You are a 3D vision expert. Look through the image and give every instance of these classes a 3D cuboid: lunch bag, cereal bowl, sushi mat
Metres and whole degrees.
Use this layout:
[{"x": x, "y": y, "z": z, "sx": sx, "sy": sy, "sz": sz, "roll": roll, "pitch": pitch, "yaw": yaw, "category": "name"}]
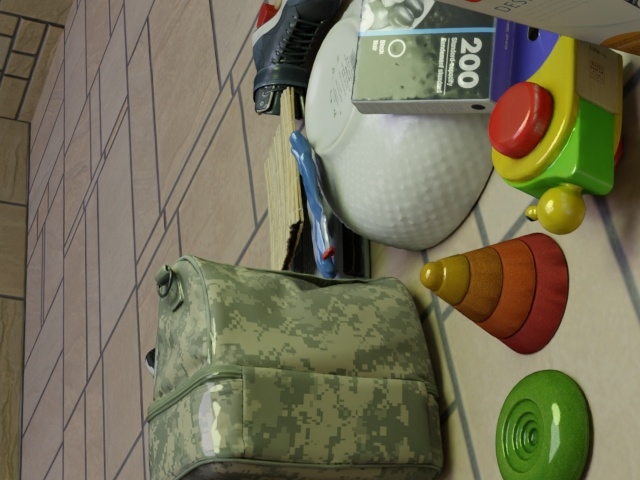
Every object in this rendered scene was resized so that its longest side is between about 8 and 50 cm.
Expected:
[{"x": -0.029, "y": 0.149, "z": 1.331, "sx": 0.212, "sy": 0.305, "sz": 0.256, "roll": -38, "pitch": 50, "yaw": 54, "category": "lunch bag"}, {"x": 0.076, "y": -0.164, "z": 1.415, "sx": 0.339, "sy": 0.141, "sz": 0.339, "roll": -170, "pitch": 90, "yaw": -68, "category": "cereal bowl"}, {"x": -0.052, "y": -0.067, "z": 1.659, "sx": 0.316, "sy": 0.019, "sz": 0.151, "roll": -96, "pitch": 17, "yaw": -51, "category": "sushi mat"}]

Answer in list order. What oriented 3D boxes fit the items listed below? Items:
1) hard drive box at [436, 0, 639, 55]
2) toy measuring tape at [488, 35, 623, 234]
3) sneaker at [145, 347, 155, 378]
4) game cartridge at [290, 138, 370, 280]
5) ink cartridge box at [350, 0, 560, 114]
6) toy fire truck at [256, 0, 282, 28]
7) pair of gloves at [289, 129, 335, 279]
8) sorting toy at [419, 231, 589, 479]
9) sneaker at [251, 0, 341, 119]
[{"x": 0.222, "y": -0.231, "z": 0.977, "sx": 0.181, "sy": 0.232, "sz": 0.089, "roll": 169, "pitch": 110, "yaw": -67, "category": "hard drive box"}, {"x": 0.217, "y": -0.147, "z": 1.126, "sx": 0.121, "sy": 0.121, "sz": 0.330, "roll": -42, "pitch": 35, "yaw": 56, "category": "toy measuring tape"}, {"x": -0.188, "y": 0.247, "z": 1.848, "sx": 0.235, "sy": 0.084, "sz": 0.097, "roll": 35, "pitch": 127, "yaw": 35, "category": "sneaker"}, {"x": 0.000, "y": 0.000, "z": 1.637, "sx": 0.198, "sy": 0.062, "sz": 0.297, "roll": 131, "pitch": 143, "yaw": -58, "category": "game cartridge"}, {"x": 0.141, "y": -0.232, "z": 1.248, "sx": 0.208, "sy": 0.045, "sz": 0.206, "roll": 2, "pitch": 80, "yaw": 22, "category": "ink cartridge box"}, {"x": -0.037, "y": -0.392, "z": 1.896, "sx": 0.135, "sy": 0.047, "sz": 0.192, "roll": -116, "pitch": 43, "yaw": -57, "category": "toy fire truck"}, {"x": -0.009, "y": -0.038, "z": 1.458, "sx": 0.198, "sy": 0.023, "sz": 0.159, "roll": 91, "pitch": 166, "yaw": -77, "category": "pair of gloves"}, {"x": 0.156, "y": 0.150, "z": 1.112, "sx": 0.127, "sy": 0.126, "sz": 0.365, "roll": 134, "pitch": 141, "yaw": -53, "category": "sorting toy"}, {"x": -0.033, "y": -0.267, "z": 1.782, "sx": 0.226, "sy": 0.086, "sz": 0.163, "roll": 141, "pitch": 133, "yaw": -57, "category": "sneaker"}]
